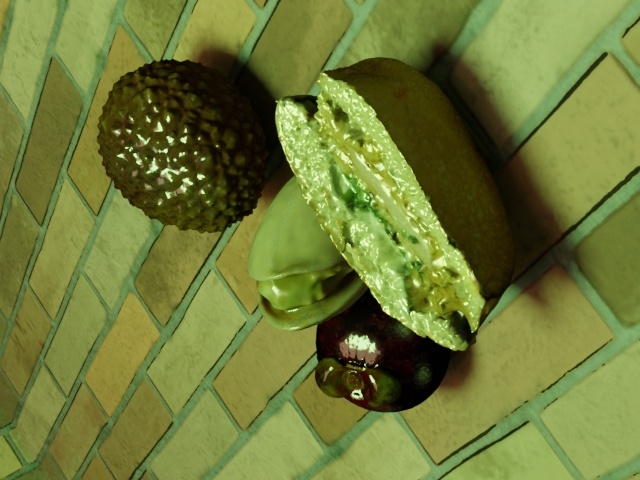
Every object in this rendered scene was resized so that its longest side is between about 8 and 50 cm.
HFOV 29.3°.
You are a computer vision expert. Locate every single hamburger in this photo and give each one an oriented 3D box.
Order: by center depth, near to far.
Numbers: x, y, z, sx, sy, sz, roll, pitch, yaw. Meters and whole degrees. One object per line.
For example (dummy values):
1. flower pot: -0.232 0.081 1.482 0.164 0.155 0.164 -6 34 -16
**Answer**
1. hamburger: 0.084 -0.039 1.133 0.144 0.157 0.283 -31 93 38

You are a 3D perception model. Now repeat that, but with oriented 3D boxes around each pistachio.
1. pistachio: 0.000 0.000 1.235 0.144 0.215 0.143 16 130 20

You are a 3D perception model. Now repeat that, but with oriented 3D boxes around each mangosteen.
1. mangosteen: 0.059 0.115 1.288 0.152 0.152 0.152 34 138 37

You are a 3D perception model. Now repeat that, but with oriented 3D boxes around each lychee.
1. lychee: -0.157 -0.110 1.392 0.238 0.200 0.200 37 141 43
